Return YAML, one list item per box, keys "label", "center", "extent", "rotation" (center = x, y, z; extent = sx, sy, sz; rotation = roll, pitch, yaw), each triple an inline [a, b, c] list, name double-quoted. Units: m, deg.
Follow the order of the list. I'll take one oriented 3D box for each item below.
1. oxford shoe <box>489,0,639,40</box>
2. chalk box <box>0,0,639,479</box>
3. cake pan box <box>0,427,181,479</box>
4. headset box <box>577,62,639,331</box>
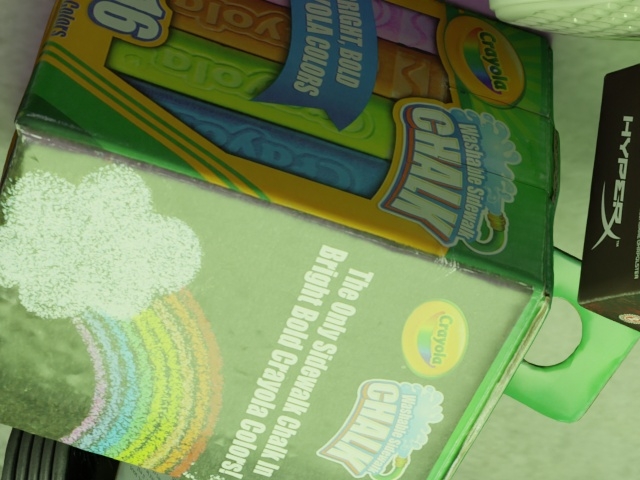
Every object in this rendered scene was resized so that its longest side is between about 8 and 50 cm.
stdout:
- label: "oxford shoe"
  center: [0.271, -0.162, 0.709]
  extent: [0.449, 0.169, 0.130]
  rotation: [-12, 87, 28]
- label: "chalk box"
  center: [0.000, 0.000, 0.854]
  extent: [0.289, 0.179, 0.180]
  rotation: [18, 131, -9]
- label: "cake pan box"
  center: [-0.073, 0.179, 0.980]
  extent: [0.070, 0.246, 0.267]
  rotation: [-12, 130, 18]
- label: "headset box"
  center: [0.279, -0.012, 0.723]
  extent: [0.218, 0.110, 0.293]
  rotation: [22, 158, -33]
